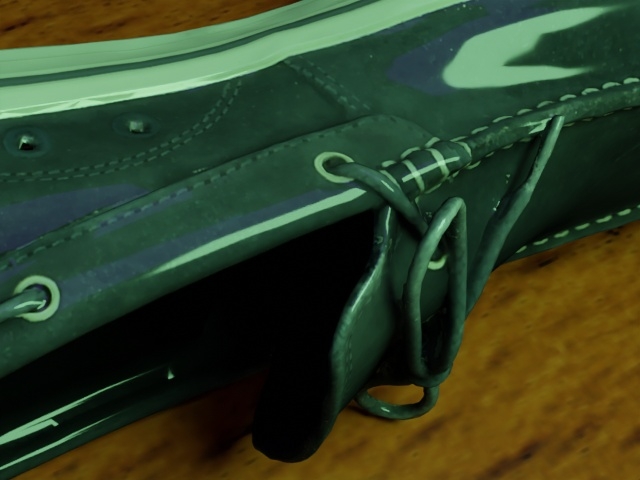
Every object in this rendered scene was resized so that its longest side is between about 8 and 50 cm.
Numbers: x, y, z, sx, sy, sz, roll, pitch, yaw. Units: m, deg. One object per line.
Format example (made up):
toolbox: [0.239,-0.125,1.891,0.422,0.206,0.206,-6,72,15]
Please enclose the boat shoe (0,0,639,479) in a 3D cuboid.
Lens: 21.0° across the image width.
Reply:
boat shoe: [0.000,0.000,0.655,0.500,0.187,0.156,-13,65,-20]
